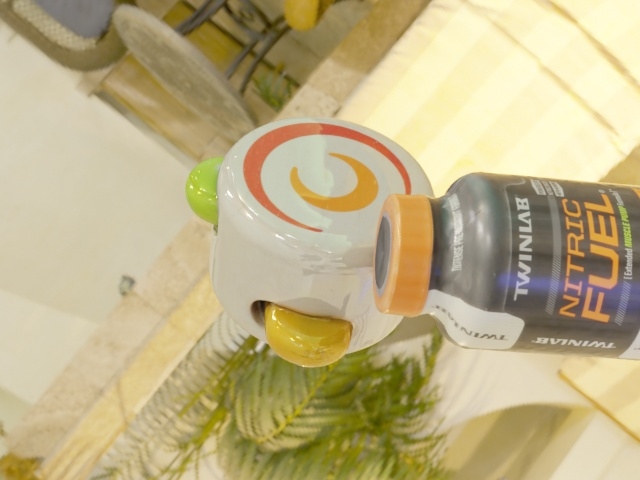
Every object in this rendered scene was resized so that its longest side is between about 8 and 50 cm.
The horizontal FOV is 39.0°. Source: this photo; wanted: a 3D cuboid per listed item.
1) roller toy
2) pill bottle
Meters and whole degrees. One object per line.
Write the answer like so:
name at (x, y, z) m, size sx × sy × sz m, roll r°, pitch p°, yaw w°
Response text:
roller toy at (0.000, 0.000, 0.798) m, size 0.209 × 0.191 × 0.146 m, roll 47°, pitch 143°, yaw 31°
pill bottle at (0.164, 0.019, 0.659) m, size 0.246 × 0.130 × 0.130 m, roll 4°, pitch 172°, yaw -6°
